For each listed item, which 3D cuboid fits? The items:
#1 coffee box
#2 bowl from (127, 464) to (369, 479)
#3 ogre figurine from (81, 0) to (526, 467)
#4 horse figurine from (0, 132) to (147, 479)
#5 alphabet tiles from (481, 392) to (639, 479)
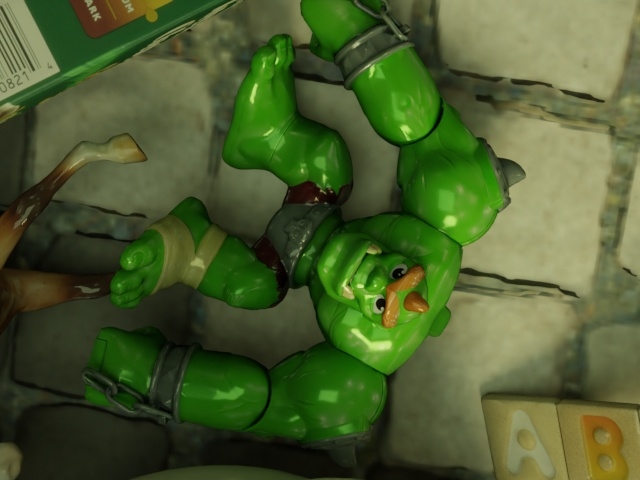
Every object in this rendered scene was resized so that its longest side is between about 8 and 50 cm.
[{"bbox_3d":[-0.086,-0.080,0.569,0.184,0.113,0.040,-31,99,-24],"label":"coffee box"},{"bbox_3d":[-0.070,0.206,0.631,0.134,0.298,0.298,29,111,48],"label":"bowl"},{"bbox_3d":[0.000,0.000,0.628,0.118,0.097,0.197,30,70,9],"label":"ogre figurine"},{"bbox_3d":[-0.172,-0.025,0.638,0.174,0.066,0.263,-36,103,-3],"label":"horse figurine"},{"bbox_3d":[0.175,0.159,0.611,0.237,0.009,0.198,-2,104,44],"label":"alphabet tiles"}]
